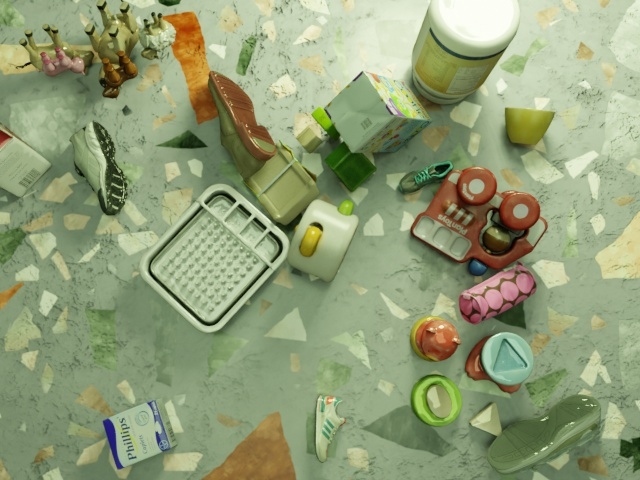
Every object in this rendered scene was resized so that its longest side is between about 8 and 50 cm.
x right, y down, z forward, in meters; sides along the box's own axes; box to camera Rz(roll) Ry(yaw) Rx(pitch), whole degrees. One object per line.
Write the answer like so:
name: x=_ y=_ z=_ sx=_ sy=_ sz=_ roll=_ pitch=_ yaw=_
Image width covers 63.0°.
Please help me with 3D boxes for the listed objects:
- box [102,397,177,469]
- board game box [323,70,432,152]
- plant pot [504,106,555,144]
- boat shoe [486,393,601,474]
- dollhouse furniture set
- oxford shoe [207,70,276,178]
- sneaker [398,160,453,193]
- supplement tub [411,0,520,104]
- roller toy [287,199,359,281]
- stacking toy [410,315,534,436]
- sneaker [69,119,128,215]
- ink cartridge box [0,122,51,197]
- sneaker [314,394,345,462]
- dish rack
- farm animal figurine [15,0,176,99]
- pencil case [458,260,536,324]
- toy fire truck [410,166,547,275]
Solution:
box: x=-0.443 y=0.475 z=1.288 sx=0.137 sy=0.072 sz=0.126 roll=-22 pitch=79 yaw=-6
board game box: x=0.158 y=-0.329 z=1.368 sx=0.144 sy=0.275 sz=0.142 roll=-38 pitch=79 yaw=30
plant pot: x=0.584 y=-0.322 z=1.479 sx=0.134 sy=0.134 sz=0.095 roll=6 pitch=103 yaw=-1
boat shoe: x=0.565 y=0.500 z=1.300 sx=0.320 sy=0.118 sz=0.103 roll=-25 pitch=108 yaw=-14
dollhouse furniture set: x=-0.034 y=-0.185 z=1.451 sx=0.301 sy=0.151 sz=0.197 roll=-42 pitch=61 yaw=7
oxford shoe: x=-0.250 y=-0.327 z=1.444 sx=0.130 sy=0.123 sz=0.348 roll=-44 pitch=58 yaw=30
sneaker: x=0.296 y=-0.184 z=1.455 sx=0.166 sy=0.076 sz=0.065 roll=-23 pitch=79 yaw=-7
supplement tub: x=0.373 y=-0.527 z=1.409 sx=0.228 sy=0.316 sz=0.228 roll=0 pitch=78 yaw=-2
roller toy: x=0.000 y=0.000 z=1.344 sx=0.146 sy=0.191 sz=0.209 roll=23 pitch=50 yaw=4
stacking toy: x=0.376 y=0.344 z=1.317 sx=0.308 sy=0.130 sz=0.280 roll=12 pitch=77 yaw=1
sneaker: x=-0.607 y=-0.187 z=1.422 sx=0.108 sy=0.100 sz=0.272 roll=-23 pitch=76 yaw=7
ink cartridge box: x=-0.902 y=-0.285 z=1.334 sx=0.309 sy=0.272 sz=0.130 roll=38 pitch=79 yaw=7
sneaker: x=0.025 y=0.473 z=1.312 sx=0.075 sy=0.057 sz=0.161 roll=0 pitch=75 yaw=4
dish rack: x=-0.276 y=0.047 z=1.387 sx=0.285 sy=0.072 sz=0.333 roll=41 pitch=79 yaw=6
farm animal figurine: x=-0.611 y=-0.522 z=1.461 sx=0.330 sy=0.172 sz=0.327 roll=23 pitch=66 yaw=11
pencil case: x=0.459 y=0.136 z=1.365 sx=0.209 sy=0.095 sz=0.098 roll=-25 pitch=116 yaw=-23
toy fire truck: x=0.428 y=-0.047 z=1.405 sx=0.302 sy=0.169 sz=0.254 roll=32 pitch=103 yaw=5
